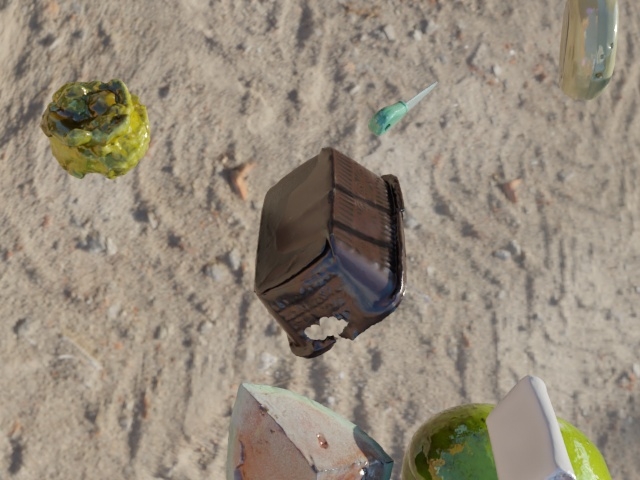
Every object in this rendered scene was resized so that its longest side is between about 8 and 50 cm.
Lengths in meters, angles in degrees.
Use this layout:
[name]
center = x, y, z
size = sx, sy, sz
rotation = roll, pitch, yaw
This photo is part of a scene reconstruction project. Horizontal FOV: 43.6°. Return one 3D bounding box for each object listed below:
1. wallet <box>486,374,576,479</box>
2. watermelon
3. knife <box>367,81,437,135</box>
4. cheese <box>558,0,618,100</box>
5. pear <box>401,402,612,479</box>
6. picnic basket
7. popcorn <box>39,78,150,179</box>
[wallet]
center = 0.153, 0.154, 0.595
size = 0.025, 0.061, 0.122
rotation = 40, 20, -11
[watermelon]
center = -0.025, 0.365, 1.171
size = 0.256, 0.176, 0.260
rotation = 13, 97, -3
[knife]
center = 0.165, -0.258, 1.572
size = 0.034, 0.063, 0.260
rotation = 40, 39, 10
[cheese]
center = 0.355, -0.303, 1.051
size = 0.064, 0.137, 0.227
rotation = 2, 118, 7
[pear]
center = 0.257, 0.384, 1.308
size = 0.318, 0.342, 0.238
rotation = 31, 37, -35
[picnic basket]
center = 0.000, 0.000, 1.121
size = 0.129, 0.222, 0.297
rotation = 41, 30, -28
[popcorn]
center = -0.388, -0.200, 1.376
size = 0.197, 0.197, 0.155
rotation = -46, 147, -28
